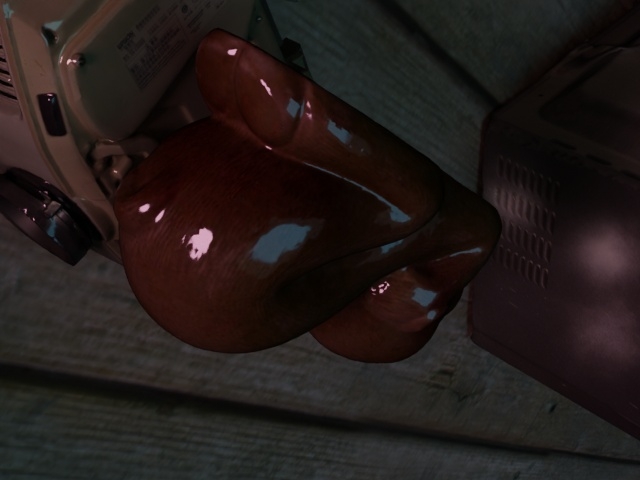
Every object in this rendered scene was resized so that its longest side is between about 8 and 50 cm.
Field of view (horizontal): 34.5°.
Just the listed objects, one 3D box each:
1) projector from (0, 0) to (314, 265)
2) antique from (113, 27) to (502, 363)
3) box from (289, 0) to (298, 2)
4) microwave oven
[{"bbox_3d":[-0.091,-0.076,0.563,0.193,0.088,0.269,-52,148,-18],"label":"projector"},{"bbox_3d":[0.000,0.000,0.559,0.257,0.121,0.143,19,101,-59],"label":"antique"},{"bbox_3d":[0.007,-0.252,0.611,0.198,0.029,0.109,-57,148,-6],"label":"box"},{"bbox_3d":[0.385,-0.067,1.089,0.432,0.236,0.374,-37,142,-32],"label":"microwave oven"}]
